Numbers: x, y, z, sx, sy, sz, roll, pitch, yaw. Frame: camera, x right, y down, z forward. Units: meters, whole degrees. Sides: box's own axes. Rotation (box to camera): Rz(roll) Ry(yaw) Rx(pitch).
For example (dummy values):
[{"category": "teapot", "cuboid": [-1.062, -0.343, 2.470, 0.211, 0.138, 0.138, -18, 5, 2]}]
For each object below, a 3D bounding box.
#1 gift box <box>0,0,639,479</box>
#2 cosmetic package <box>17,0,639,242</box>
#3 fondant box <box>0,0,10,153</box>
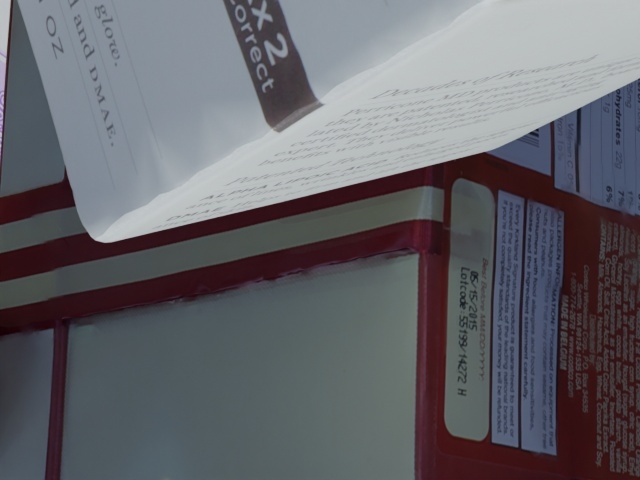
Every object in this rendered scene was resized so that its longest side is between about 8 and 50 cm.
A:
[{"category": "gift box", "cuboid": [0.000, 0.000, 0.782, 0.276, 0.258, 0.255, 21, 68, -43]}, {"category": "cosmetic package", "cuboid": [0.021, -0.105, 0.508, 0.151, 0.184, 0.151, -14, 82, -35]}, {"category": "fondant box", "cuboid": [-0.128, -0.184, 1.145, 0.096, 0.330, 0.238, 35, 113, -11]}]
